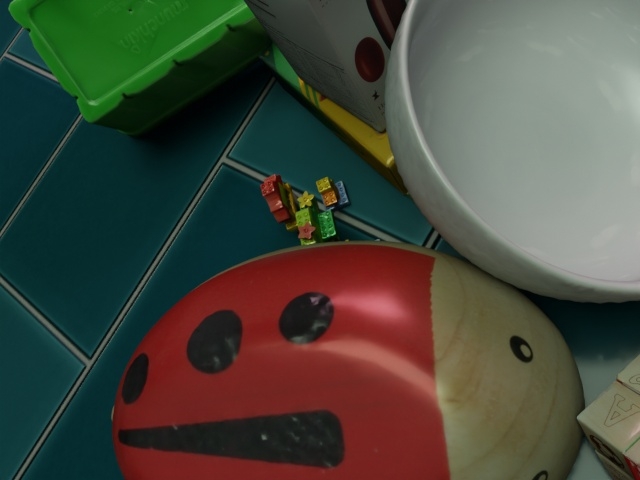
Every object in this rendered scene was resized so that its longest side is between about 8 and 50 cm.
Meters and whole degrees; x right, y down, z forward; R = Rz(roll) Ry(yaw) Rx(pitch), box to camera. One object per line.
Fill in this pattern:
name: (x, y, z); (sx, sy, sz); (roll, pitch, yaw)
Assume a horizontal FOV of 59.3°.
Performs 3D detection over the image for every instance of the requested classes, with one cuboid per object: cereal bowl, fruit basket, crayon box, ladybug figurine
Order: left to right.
fruit basket: (-0.213, -0.356, 0.822); (0.392, 0.283, 0.392); (-29, 16, 9)
ladybug figurine: (-0.011, 0.153, 0.493); (0.449, 0.162, 0.305); (-12, 83, 20)
crayon box: (0.094, -0.199, 0.670); (0.202, 0.081, 0.318); (-45, 58, 2)
cereal bowl: (0.210, -0.104, 0.502); (0.339, 0.141, 0.339); (3, 72, -10)

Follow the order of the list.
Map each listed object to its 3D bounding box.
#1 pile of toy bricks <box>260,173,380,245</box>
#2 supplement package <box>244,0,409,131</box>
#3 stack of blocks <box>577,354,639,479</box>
pile of toy bricks: (0.000, 0.000, 0.618); (0.118, 0.105, 0.212); (-23, 62, 15)
supplement package: (0.044, -0.259, 0.551); (0.194, 0.203, 0.149); (-49, 58, 0)
stack of blocks: (0.353, 0.092, 0.376); (0.297, 0.087, 0.171); (-40, 26, -5)
